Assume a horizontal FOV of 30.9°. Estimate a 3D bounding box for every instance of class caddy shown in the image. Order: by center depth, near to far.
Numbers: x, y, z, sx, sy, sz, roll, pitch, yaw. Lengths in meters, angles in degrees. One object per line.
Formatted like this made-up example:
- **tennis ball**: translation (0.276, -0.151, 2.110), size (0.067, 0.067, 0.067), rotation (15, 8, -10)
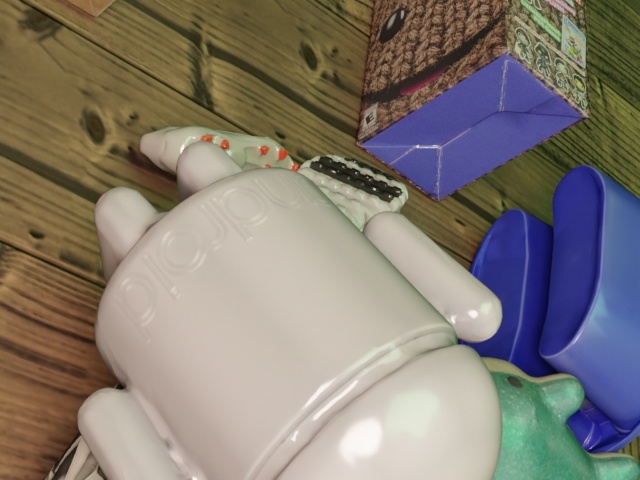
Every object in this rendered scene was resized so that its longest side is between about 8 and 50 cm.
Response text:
- **caddy**: translation (0.296, 0.085, 1.305), size (0.179, 0.241, 0.341), rotation (34, 46, -20)

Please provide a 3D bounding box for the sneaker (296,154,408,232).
- **sneaker**: translation (0.000, 0.000, 1.149), size (0.110, 0.118, 0.292), rotation (25, 30, 14)

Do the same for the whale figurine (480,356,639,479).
- **whale figurine**: translation (0.194, 0.228, 1.124), size (0.272, 0.216, 0.141), rotation (26, 22, -22)

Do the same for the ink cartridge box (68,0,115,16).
- **ink cartridge box**: translation (-0.271, -0.351, 1.082), size (0.234, 0.088, 0.193), rotation (28, 48, -32)

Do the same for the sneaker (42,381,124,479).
- **sneaker**: translation (-0.168, 0.205, 0.844), size (0.122, 0.146, 0.330), rotation (50, 15, -7)

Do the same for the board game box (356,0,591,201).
- **board game box**: translation (0.183, -0.234, 1.379), size (0.141, 0.232, 0.291), rotation (33, 46, -29)

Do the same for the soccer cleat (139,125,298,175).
- **soccer cleat**: translation (-0.092, -0.078, 1.129), size (0.196, 0.076, 0.068), rotation (16, 90, -57)

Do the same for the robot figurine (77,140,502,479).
- **robot figurine**: translation (-0.017, 0.091, 0.799), size (0.300, 0.200, 0.353), rotation (-35, 65, -20)
